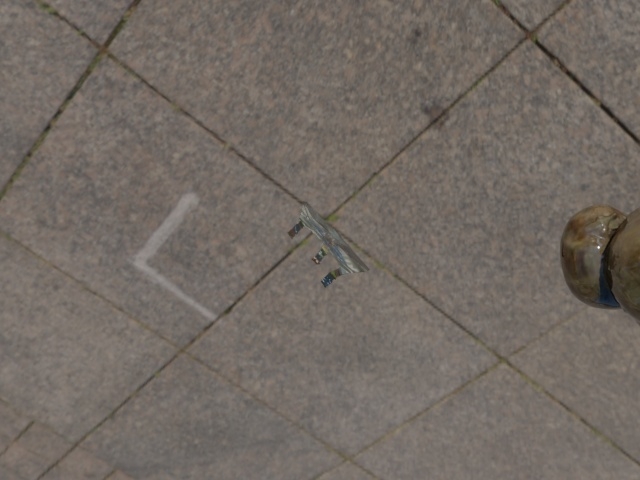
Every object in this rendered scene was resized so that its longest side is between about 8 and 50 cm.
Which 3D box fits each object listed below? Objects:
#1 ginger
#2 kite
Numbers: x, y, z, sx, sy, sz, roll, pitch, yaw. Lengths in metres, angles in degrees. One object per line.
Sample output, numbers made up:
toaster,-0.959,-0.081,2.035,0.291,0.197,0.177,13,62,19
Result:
ginger,0.370,0.046,0.676,0.304,0.155,0.244,39,152,18
kite,-0.001,0.001,1.207,0.015,0.310,0.169,-42,84,12
